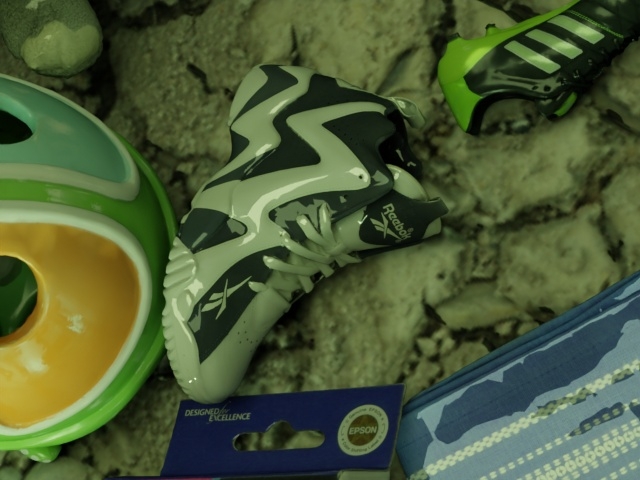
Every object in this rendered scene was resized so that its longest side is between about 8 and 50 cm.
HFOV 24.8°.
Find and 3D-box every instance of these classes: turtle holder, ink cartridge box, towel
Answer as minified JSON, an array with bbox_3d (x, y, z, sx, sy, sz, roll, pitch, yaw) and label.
[{"bbox_3d":[-0.239,-0.021,0.946,0.243,0.227,0.320,-28,68,9],"label":"turtle holder"},{"bbox_3d":[-0.068,0.237,0.827,0.176,0.069,0.370,-7,51,30],"label":"ink cartridge box"},{"bbox_3d":[0.205,0.192,0.842,0.243,0.040,0.336,-29,68,9],"label":"towel"}]

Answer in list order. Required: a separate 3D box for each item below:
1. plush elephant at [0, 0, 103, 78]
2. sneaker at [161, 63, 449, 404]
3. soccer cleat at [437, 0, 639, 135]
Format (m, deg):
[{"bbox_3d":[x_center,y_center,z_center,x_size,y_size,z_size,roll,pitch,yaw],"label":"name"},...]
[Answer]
[{"bbox_3d":[-0.295,-0.238,0.901,0.272,0.255,0.329,13,111,13],"label":"plush elephant"},{"bbox_3d":[0.000,0.000,0.931,0.153,0.094,0.235,8,64,27],"label":"sneaker"},{"bbox_3d":[0.164,-0.121,0.941,0.179,0.060,0.072,-20,79,19],"label":"soccer cleat"}]
